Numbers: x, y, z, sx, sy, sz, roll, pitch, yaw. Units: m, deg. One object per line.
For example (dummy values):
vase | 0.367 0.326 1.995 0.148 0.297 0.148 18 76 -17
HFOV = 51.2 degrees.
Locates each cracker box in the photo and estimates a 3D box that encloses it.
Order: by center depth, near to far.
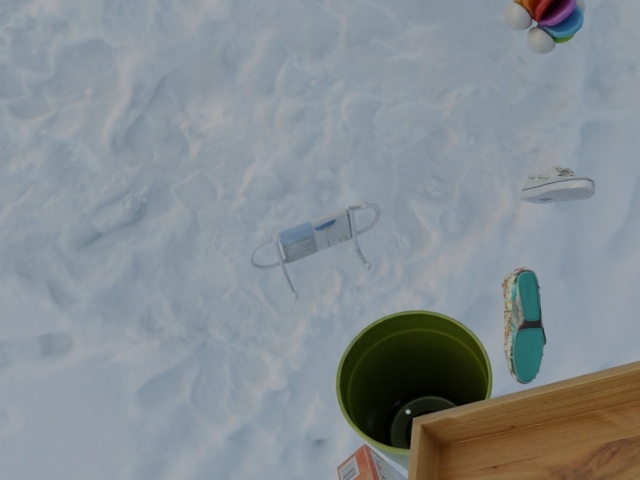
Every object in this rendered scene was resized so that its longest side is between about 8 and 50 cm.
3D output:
cracker box | 0.132 0.431 0.989 0.067 0.156 0.232 -44 107 9

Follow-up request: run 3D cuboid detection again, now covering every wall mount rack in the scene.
wall mount rack | 0.000 0.000 1.565 0.350 0.130 0.304 -22 145 -6

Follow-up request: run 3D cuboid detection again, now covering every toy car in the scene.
toy car | 0.533 -0.535 1.543 0.182 0.136 0.159 41 91 -12

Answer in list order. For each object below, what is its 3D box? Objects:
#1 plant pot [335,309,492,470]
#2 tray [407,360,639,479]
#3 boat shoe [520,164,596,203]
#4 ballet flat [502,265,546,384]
plant pot | 0.258 0.426 1.692 0.366 0.366 0.353 -21 138 1
tray | 0.298 0.268 0.792 0.411 0.203 0.076 -23 120 28
boat shoe | 0.610 -0.149 1.715 0.096 0.267 0.088 13 85 -9
ballet flat | 0.418 0.174 1.390 0.091 0.077 0.241 4 86 -12
